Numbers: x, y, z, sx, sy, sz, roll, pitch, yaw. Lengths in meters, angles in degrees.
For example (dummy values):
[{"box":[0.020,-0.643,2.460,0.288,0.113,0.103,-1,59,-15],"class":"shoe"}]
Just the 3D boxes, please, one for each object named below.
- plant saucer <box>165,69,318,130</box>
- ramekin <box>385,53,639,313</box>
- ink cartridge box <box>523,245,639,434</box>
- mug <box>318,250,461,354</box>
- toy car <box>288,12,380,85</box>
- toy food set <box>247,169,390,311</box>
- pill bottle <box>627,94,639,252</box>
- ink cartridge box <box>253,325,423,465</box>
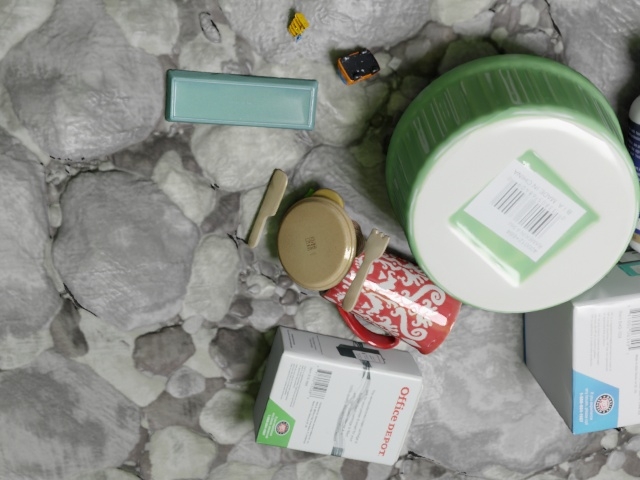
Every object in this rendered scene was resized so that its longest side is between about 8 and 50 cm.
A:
[{"box":[-0.099,-0.176,1.135,0.192,0.018,0.067,2,112,-10],"class":"plant saucer"},{"box":[0.233,-0.059,1.087,0.303,0.148,0.303,0,118,1],"class":"ramekin"},{"box":[0.441,0.115,1.231,0.270,0.197,0.198,-8,112,-5],"class":"ink cartridge box"},{"box":[0.083,0.085,1.218,0.169,0.113,0.150,26,104,-14],"class":"mug"},{"box":[0.016,-0.241,1.125,0.122,0.060,0.040,45,145,-5],"class":"toy car"},{"box":[0.000,0.000,1.165,0.038,0.192,0.132,-2,121,-57],"class":"toy food set"},{"box":[0.480,-0.117,1.169,0.153,0.153,0.264,-8,112,-5],"class":"pill bottle"},{"box":[0.023,0.223,1.275,0.208,0.087,0.153,13,109,-12],"class":"ink cartridge box"}]
